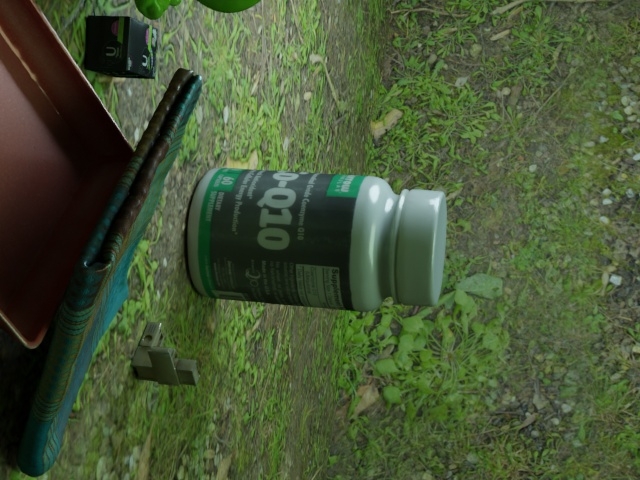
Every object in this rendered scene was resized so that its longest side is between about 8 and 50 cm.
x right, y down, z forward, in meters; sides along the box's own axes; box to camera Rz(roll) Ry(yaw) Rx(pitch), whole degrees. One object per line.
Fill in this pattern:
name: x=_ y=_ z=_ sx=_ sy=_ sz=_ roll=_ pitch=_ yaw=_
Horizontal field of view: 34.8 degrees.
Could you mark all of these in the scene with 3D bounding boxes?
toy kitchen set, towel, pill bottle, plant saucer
toy kitchen set: x=-0.197 y=0.137 z=1.328 sx=0.068 sy=0.083 sz=0.075 roll=82 pitch=17 yaw=-46
towel: x=-0.207 y=0.042 z=0.986 sx=0.370 sy=0.040 sz=0.271 roll=121 pitch=-11 yaw=-47
pill bottle: x=0.000 y=0.000 z=1.532 sx=0.204 sy=0.361 sz=0.204 roll=4 pitch=90 yaw=-78
plant saucer: x=-0.274 y=-0.084 z=0.841 sx=0.259 sy=0.048 sz=0.258 roll=61 pitch=30 yaw=-34

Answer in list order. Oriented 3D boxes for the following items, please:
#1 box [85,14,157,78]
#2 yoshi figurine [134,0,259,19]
box: x=-0.224 y=-0.218 z=1.157 sx=0.083 sy=0.052 sz=0.062 roll=-8 pitch=102 yaw=-77
yoshi figurine: x=-0.121 y=-0.311 z=1.049 sx=0.362 sy=0.204 sz=0.203 roll=-62 pitch=170 yaw=-70
